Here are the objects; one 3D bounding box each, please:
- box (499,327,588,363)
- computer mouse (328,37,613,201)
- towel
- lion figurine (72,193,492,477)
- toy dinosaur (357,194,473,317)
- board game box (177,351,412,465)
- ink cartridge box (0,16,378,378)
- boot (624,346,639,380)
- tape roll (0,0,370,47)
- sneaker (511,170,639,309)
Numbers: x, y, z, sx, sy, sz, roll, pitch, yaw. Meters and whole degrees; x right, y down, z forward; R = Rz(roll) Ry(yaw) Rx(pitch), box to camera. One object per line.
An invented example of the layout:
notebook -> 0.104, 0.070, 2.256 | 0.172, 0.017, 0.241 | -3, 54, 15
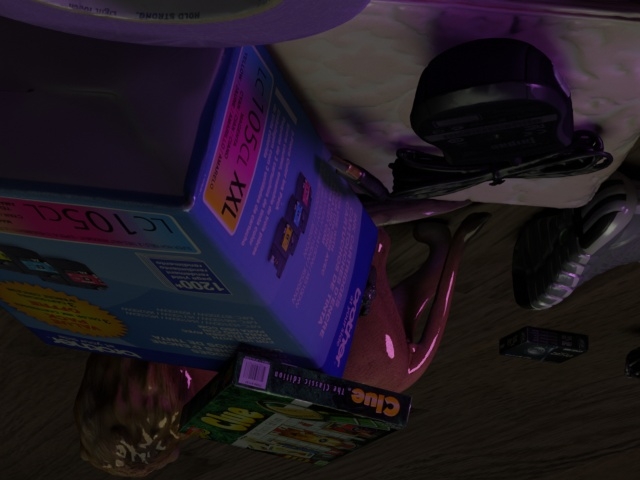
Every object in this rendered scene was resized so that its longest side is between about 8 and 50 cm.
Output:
box -> 0.260, 0.123, 1.817 | 0.083, 0.018, 0.067 | 10, 160, -21
computer mouse -> 0.084, -0.082, 1.043 | 0.184, 0.060, 0.262 | -9, 169, 18
towel -> 0.087, -0.110, 1.117 | 0.316, 0.053, 0.332 | 4, 161, -5
lion figurine -> -0.037, 0.089, 1.413 | 0.392, 0.240, 0.142 | -5, 160, 17
toy dinosaur -> 0.000, 0.000, 1.342 | 0.268, 0.118, 0.064 | 2, 153, 0
board game box -> -0.029, 0.140, 1.246 | 0.136, 0.030, 0.260 | 17, 162, -9
ink cartridge box -> -0.125, -0.015, 1.148 | 0.270, 0.151, 0.395 | 7, 160, 21
boot -> 0.424, 0.121, 1.690 | 0.263, 0.091, 0.229 | 16, 156, -40
tape roll -> -0.102, -0.186, 0.802 | 0.274, 0.090, 0.275 | 7, 168, 1
sneaker -> 0.266, 0.010, 1.400 | 0.132, 0.086, 0.229 | 5, 160, -15
